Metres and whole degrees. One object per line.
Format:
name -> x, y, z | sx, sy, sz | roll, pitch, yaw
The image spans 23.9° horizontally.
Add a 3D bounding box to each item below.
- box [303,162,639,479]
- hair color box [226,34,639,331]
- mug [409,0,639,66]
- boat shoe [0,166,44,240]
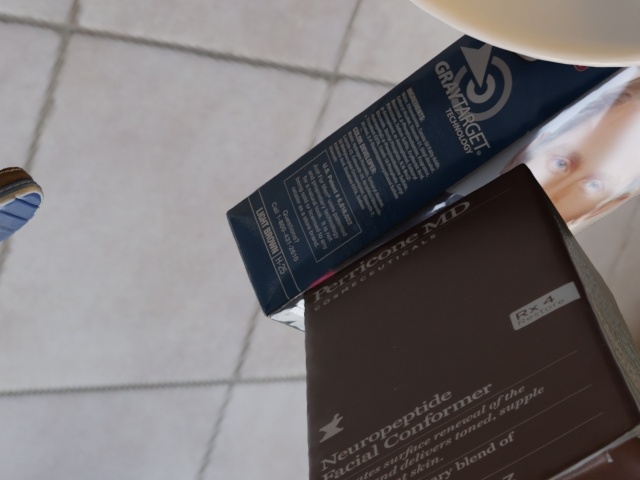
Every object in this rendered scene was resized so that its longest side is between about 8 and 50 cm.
box -> 0.103, 0.110, 0.905 | 0.191, 0.381, 0.143 | -31, 108, 10
hair color box -> 0.119, -0.053, 1.142 | 0.347, 0.105, 0.174 | -36, 148, 22
mug -> 0.118, -0.277, 0.731 | 0.328, 0.374, 0.276 | -57, 138, -48
boat shoe -> -0.276, -0.015, 1.019 | 0.183, 0.066, 0.066 | -23, 164, 6
